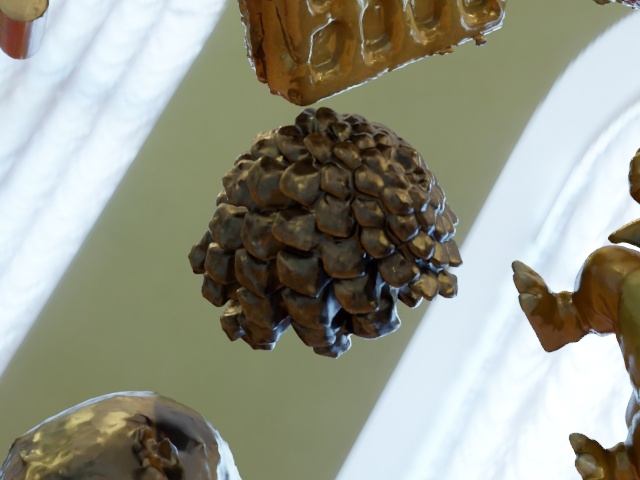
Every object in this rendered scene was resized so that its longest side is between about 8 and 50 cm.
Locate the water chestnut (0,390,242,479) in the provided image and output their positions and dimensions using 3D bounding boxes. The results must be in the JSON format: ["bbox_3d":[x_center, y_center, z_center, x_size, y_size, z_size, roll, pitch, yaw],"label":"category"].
[{"bbox_3d":[-0.153,0.276,1.084,0.300,0.300,0.300,28,-13,7],"label":"water chestnut"}]

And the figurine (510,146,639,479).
[{"bbox_3d":[0.344,0.031,0.959,0.268,0.387,0.401,54,20,-34],"label":"figurine"}]

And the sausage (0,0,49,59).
[{"bbox_3d":[-0.181,-0.131,0.843,0.031,0.031,0.107,31,-13,-7],"label":"sausage"}]

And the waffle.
[{"bbox_3d":[0.032,-0.275,1.013,0.098,0.224,0.327,47,-27,45],"label":"waffle"}]

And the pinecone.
[{"bbox_3d":[0.003,0.002,1.074,0.179,0.204,0.184,27,25,-35],"label":"pinecone"}]

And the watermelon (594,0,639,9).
[{"bbox_3d":[0.196,-0.148,0.760,0.121,0.158,0.098,-26,-16,28],"label":"watermelon"}]
